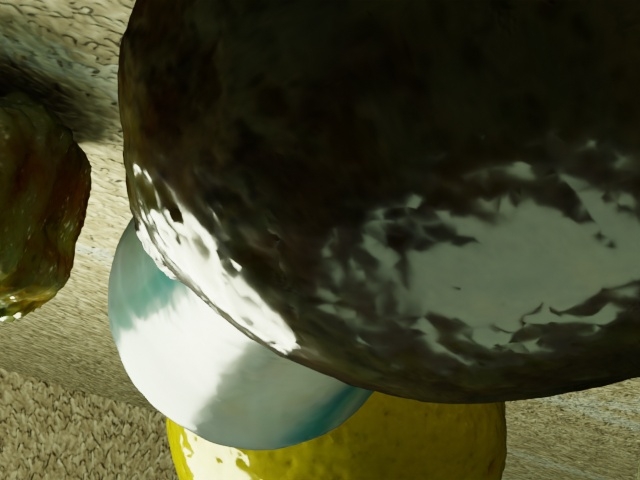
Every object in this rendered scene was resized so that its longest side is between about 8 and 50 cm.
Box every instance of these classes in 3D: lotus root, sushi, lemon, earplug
[{"bbox_3d":[0.043,-0.041,0.716,0.314,0.210,0.142,-7,172,24],"label":"lotus root"},{"bbox_3d":[-0.246,-0.027,1.148,0.184,0.139,0.274,13,169,8],"label":"sushi"},{"bbox_3d":[0.014,0.145,1.418,0.267,0.267,0.267,13,168,3],"label":"lemon"},{"bbox_3d":[0.000,0.000,0.971,0.185,0.185,0.324,15,163,-11],"label":"earplug"}]

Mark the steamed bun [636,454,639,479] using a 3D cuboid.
[{"bbox_3d":[0.373,0.177,1.408,0.238,0.170,0.152,10,-169,24],"label":"steamed bun"}]
